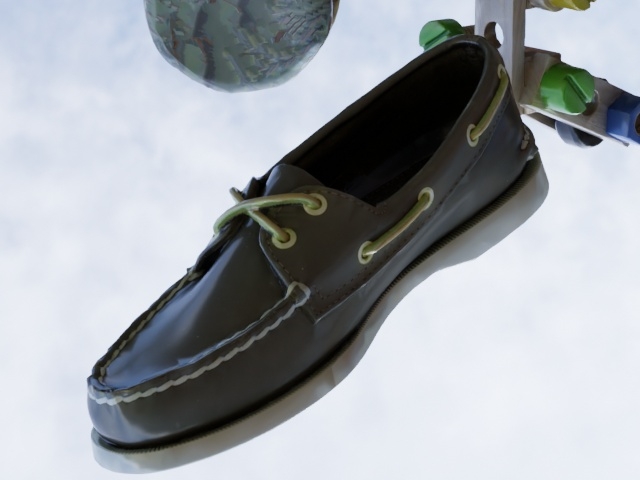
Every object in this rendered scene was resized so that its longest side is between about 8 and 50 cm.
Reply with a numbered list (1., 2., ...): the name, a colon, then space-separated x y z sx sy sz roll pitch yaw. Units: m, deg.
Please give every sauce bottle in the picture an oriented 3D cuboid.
1. sauce bottle: -0.031 -0.212 0.960 0.111 0.111 0.344 27 -148 -11

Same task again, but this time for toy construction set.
1. toy construction set: 0.168 -0.153 1.105 0.237 0.257 0.309 -13 -131 -41

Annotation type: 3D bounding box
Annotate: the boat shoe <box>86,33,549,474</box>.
1. boat shoe: -0.003 -0.001 0.750 0.305 0.109 0.091 -37 -57 -34
